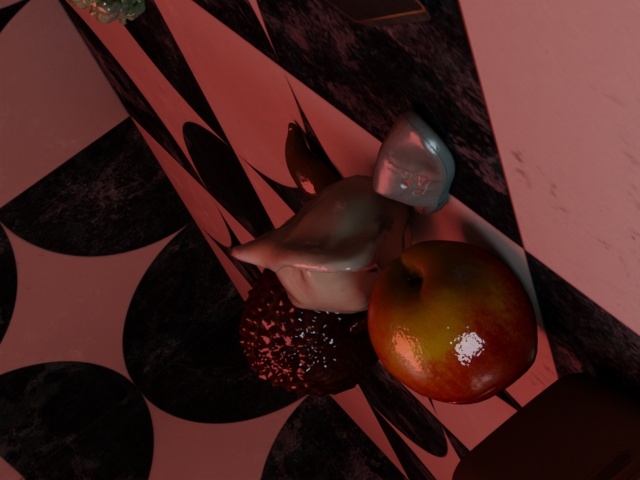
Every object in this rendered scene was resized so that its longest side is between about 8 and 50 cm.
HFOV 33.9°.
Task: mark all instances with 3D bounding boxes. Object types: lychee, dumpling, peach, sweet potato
[{"bbox_3d":[-0.002,0.134,1.776,0.300,0.264,0.264,-9,124,40],"label":"lychee"},{"bbox_3d":[0.000,0.000,1.407,0.243,0.187,0.318,7,175,12],"label":"dumpling"},{"bbox_3d":[0.155,0.098,1.229,0.192,0.190,0.190,53,170,-25],"label":"peach"},{"bbox_3d":[0.015,-0.068,1.607,0.249,0.059,0.069,50,-171,-9],"label":"sweet potato"}]

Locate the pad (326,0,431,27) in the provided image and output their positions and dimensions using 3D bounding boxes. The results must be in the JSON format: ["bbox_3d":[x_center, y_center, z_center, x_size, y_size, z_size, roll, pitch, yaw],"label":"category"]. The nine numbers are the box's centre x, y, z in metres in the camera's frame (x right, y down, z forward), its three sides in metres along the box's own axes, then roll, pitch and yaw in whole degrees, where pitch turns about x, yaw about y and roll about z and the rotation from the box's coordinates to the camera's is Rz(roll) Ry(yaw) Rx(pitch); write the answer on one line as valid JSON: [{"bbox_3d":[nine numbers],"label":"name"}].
[{"bbox_3d":[-0.079,-0.281,0.926,0.375,0.063,0.315,34,178,-16],"label":"pad"}]

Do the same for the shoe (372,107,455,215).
[{"bbox_3d":[0.100,-0.071,1.188,0.079,0.078,0.195,49,172,20],"label":"shoe"}]

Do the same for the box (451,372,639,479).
[{"bbox_3d":[0.331,0.340,1.136,0.339,0.239,0.229,56,171,-23],"label":"box"}]

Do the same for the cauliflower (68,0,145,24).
[{"bbox_3d":[-0.175,-0.354,1.151,0.315,0.256,0.239,22,164,-2],"label":"cauliflower"}]
